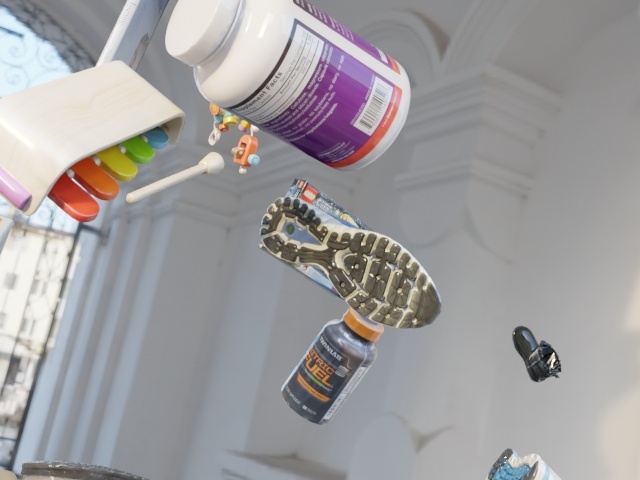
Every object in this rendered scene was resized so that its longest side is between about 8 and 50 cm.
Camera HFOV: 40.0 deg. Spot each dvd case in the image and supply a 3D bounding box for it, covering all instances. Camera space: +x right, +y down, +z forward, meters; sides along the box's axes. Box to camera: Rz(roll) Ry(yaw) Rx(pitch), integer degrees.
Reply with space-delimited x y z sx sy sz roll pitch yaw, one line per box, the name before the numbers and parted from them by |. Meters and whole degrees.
dvd case | -0.311 -0.353 1.478 0.022 0.252 0.180 21 -15 -2

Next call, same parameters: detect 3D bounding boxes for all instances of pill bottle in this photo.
pill bottle | 0.032 0.256 1.847 0.131 0.245 0.130 31 15 -9
pill bottle | -0.042 -0.232 1.194 0.323 0.181 0.182 26 -17 -36

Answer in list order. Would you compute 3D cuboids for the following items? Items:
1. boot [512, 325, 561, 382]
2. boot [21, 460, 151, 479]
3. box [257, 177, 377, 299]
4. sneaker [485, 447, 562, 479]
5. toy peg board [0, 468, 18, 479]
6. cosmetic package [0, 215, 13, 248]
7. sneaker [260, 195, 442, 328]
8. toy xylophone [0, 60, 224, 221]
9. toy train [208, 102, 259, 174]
boot | 0.403 0.207 1.635 0.045 0.121 0.099 -15 -17 -8
boot | -0.250 0.420 1.129 0.338 0.222 0.118 27 -22 -26
box | 0.000 0.000 1.784 0.233 0.159 0.044 35 -10 -38
sneaker | 0.301 0.354 1.273 0.083 0.071 0.190 34 -11 -2
toy peg board | -0.534 0.428 1.358 0.161 0.079 0.161 42 6 40
cosmetic package | -0.712 0.060 1.512 0.230 0.161 0.453 24 17 -14
sneaker | 0.064 0.031 1.430 0.330 0.129 0.147 34 11 27
toy xylophone | -0.270 -0.121 1.098 0.236 0.081 0.323 44 34 13
toy train | -0.158 -0.195 1.544 0.046 0.125 0.166 11 15 -41
